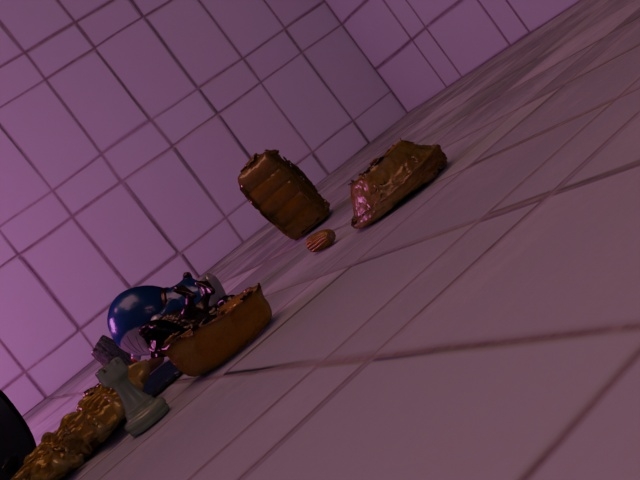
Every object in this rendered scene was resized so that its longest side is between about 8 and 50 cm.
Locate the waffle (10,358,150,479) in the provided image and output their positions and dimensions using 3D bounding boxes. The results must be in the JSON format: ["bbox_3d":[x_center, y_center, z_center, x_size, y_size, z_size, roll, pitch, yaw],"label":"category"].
[{"bbox_3d":[-0.369,0.293,1.472,0.261,0.056,0.250,-38,10,32],"label":"waffle"}]

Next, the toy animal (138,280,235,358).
[{"bbox_3d":[-0.245,0.165,1.738,0.218,0.116,0.179,-19,-34,-55],"label":"toy animal"}]

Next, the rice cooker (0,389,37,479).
[{"bbox_3d":[-0.633,0.370,1.593,0.224,0.267,0.267,-31,7,17],"label":"rice cooker"}]

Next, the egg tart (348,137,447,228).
[{"bbox_3d":[0.123,-0.109,1.669,0.212,0.090,0.212,-40,2,2],"label":"egg tart"}]

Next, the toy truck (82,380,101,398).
[{"bbox_3d":[-0.440,0.308,1.934,0.054,0.049,0.083,-32,6,37],"label":"toy truck"}]

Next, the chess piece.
[{"bbox_3d":[-0.265,0.212,1.315,0.067,0.103,0.067,-37,6,4],"label":"chess piece"}]

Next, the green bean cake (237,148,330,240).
[{"bbox_3d":[-0.093,-0.115,2.361,0.131,0.229,0.224,-43,2,10],"label":"green bean cake"}]

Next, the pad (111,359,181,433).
[{"bbox_3d":[-0.313,0.269,1.648,0.269,0.012,0.270,-41,7,-33],"label":"pad"}]

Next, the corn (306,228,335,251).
[{"bbox_3d":[0.000,0.000,1.784,0.037,0.037,0.092,-40,8,-27],"label":"corn"}]

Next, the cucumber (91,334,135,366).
[{"bbox_3d":[-0.464,0.265,2.142,0.064,0.112,0.064,-44,3,3],"label":"cucumber"}]

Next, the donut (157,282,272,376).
[{"bbox_3d":[-0.143,0.132,1.401,0.181,0.078,0.146,-33,3,-40],"label":"donut"}]

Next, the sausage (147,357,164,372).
[{"bbox_3d":[-0.351,0.261,1.884,0.026,0.026,0.116,-31,7,47],"label":"sausage"}]

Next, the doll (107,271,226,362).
[{"bbox_3d":[-0.327,0.160,2.051,0.257,0.161,0.215,-20,-5,11],"label":"doll"}]
